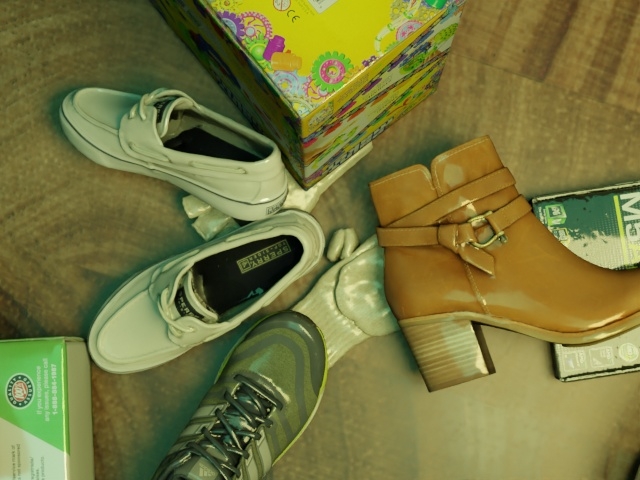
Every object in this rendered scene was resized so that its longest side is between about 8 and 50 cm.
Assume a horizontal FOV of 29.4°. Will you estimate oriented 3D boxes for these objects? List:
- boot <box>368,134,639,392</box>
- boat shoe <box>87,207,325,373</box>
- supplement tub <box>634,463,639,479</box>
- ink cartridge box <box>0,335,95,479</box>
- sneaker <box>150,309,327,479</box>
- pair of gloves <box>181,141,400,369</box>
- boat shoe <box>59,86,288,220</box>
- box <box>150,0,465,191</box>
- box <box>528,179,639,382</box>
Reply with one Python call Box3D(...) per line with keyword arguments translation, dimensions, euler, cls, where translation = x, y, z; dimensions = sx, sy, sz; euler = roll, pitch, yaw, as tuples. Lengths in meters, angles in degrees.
Box3D(translation=(0.195, 0.004, 1.168), dimensions=(0.283, 0.109, 0.220), euler=(-18, 82, 11), cls="boot")
Box3D(translation=(-0.118, 0.056, 1.181), dimensions=(0.267, 0.088, 0.096), euler=(-24, 94, 11), cls="boat shoe")
Box3D(translation=(0.477, 0.254, 1.111), dimensions=(0.325, 0.235, 0.235), euler=(32, 88, 2), cls="supplement tub")
Box3D(translation=(-0.375, 0.204, 1.187), dimensions=(0.289, 0.121, 0.211), euler=(-2, 86, 1), cls="ink cartridge box")
Box3D(translation=(-0.089, 0.203, 1.175), dimensions=(0.111, 0.121, 0.300), euler=(30, 92, 2), cls="sneaker")
Box3D(translation=(0.000, 0.000, 1.231), dimensions=(0.204, 0.042, 0.240), euler=(-34, 88, -1), cls="pair of gloves")
Box3D(translation=(-0.144, -0.108, 1.188), dimensions=(0.258, 0.084, 0.095), euler=(20, 51, 16), cls="boat shoe")
Box3D(translation=(-0.038, -0.232, 1.110), dimensions=(0.177, 0.279, 0.290), euler=(-38, 83, -7), cls="box")
Box3D(translation=(0.314, 0.036, 1.221), dimensions=(0.184, 0.045, 0.190), euler=(-8, 87, 4), cls="box")
